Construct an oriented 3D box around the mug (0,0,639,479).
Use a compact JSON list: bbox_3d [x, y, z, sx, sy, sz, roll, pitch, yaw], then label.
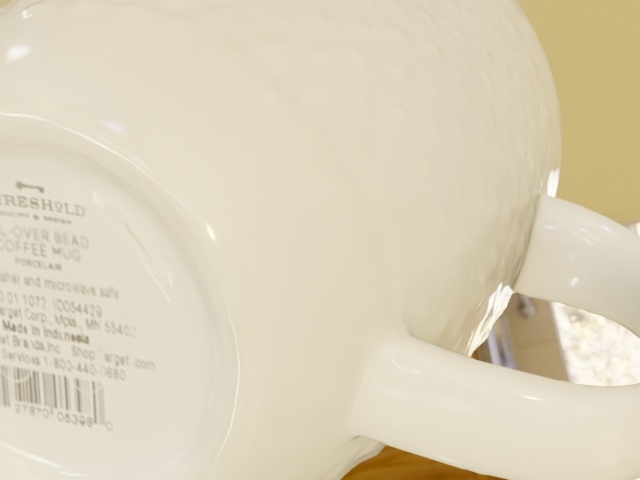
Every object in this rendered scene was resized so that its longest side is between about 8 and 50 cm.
[{"bbox_3d":[0.000,0.000,0.508,0.328,0.374,0.276,-41,149,-63],"label":"mug"}]
